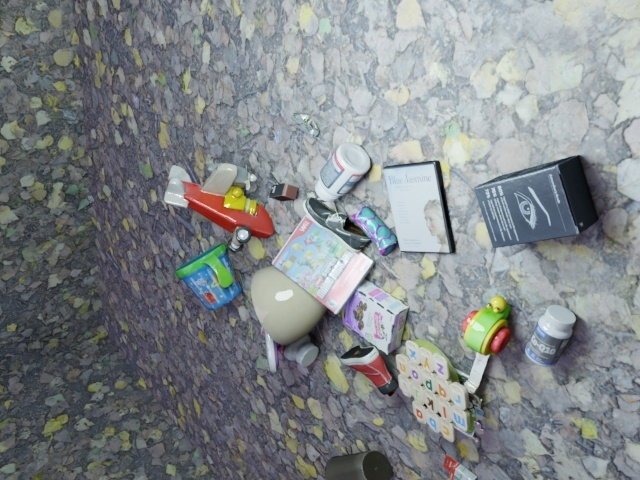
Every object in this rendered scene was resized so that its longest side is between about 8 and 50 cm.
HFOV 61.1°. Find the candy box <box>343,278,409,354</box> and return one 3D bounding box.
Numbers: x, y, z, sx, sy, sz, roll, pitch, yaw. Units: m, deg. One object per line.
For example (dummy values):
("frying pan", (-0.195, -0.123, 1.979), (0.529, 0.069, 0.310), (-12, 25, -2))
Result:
("candy box", (0.171, 0.236, 1.714), (0.196, 0.070, 0.164), (32, 130, 36))

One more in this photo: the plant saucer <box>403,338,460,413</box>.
("plant saucer", (0.321, 0.415, 1.625), (0.241, 0.037, 0.241), (38, 138, 44))

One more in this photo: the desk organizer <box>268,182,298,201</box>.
("desk organizer", (-0.128, -0.165, 1.871), (0.130, 0.050, 0.047), (2, 77, 64))

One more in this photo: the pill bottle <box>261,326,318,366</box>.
("pill bottle", (-0.115, 0.380, 2.072), (0.221, 0.124, 0.124), (34, 131, 34))

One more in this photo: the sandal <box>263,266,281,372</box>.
("sandal", (-0.160, 0.274, 1.990), (0.169, 0.102, 0.416), (91, 172, -59))

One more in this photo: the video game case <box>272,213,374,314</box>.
("video game case", (0.004, 0.072, 1.734), (0.285, 0.025, 0.204), (36, 93, 24))

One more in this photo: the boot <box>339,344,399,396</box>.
("boot", (0.163, 0.439, 1.800), (0.176, 0.088, 0.244), (55, 159, -5))

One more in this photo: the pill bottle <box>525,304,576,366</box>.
("pill bottle", (0.542, 0.224, 1.277), (0.078, 0.078, 0.137), (34, 131, 34))

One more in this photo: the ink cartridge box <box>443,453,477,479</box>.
("ink cartridge box", (0.429, 0.730, 1.699), (0.115, 0.029, 0.062), (29, 129, 37))

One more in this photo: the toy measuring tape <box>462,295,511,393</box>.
("toy measuring tape", (0.412, 0.287, 1.415), (0.121, 0.121, 0.330), (33, 126, 35))

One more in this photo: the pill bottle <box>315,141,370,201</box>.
("pill bottle", (0.058, -0.195, 1.598), (0.108, 0.108, 0.180), (57, 140, 11))

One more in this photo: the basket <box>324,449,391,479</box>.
("basket", (0.148, 0.870, 2.003), (0.204, 0.154, 0.227), (55, 137, 12))

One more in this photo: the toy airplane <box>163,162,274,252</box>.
("toy airplane", (-0.376, -0.167, 1.983), (0.386, 0.272, 0.384), (11, 149, 31))

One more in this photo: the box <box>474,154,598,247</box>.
("box", (0.467, -0.081, 1.185), (0.207, 0.108, 0.153), (-12, 99, 50))

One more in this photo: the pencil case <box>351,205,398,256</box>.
("pencil case", (0.160, -0.029, 1.594), (0.151, 0.070, 0.064), (51, 139, 20))

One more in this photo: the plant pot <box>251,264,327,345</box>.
("plant pot", (-0.077, 0.195, 1.859), (0.191, 0.284, 0.284), (-24, 90, 20))

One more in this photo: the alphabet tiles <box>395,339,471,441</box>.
("alphabet tiles", (0.321, 0.433, 1.573), (0.284, 0.021, 0.278), (18, 122, 56))

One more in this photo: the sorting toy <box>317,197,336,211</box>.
("sorting toy", (0.017, -0.103, 1.742), (0.083, 0.045, 0.075), (-6, 90, 19))

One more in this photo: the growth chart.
("growth chart", (0.408, 0.474, 1.603), (0.172, 0.021, 0.237), (15, 120, 43))

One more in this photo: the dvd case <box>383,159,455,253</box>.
("dvd case", (0.267, -0.087, 1.480), (0.180, 0.022, 0.253), (1, 109, 49))

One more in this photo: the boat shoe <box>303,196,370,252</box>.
("boat shoe", (0.053, -0.062, 1.657), (0.233, 0.084, 0.079), (38, 137, -4))

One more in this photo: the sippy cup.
("sippy cup", (-0.457, 0.164, 2.296), (0.240, 0.305, 0.224), (-28, 100, 8))

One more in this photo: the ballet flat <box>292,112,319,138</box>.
("ballet flat", (-0.041, -0.367, 1.687), (0.114, 0.041, 0.041), (50, 139, 19))
